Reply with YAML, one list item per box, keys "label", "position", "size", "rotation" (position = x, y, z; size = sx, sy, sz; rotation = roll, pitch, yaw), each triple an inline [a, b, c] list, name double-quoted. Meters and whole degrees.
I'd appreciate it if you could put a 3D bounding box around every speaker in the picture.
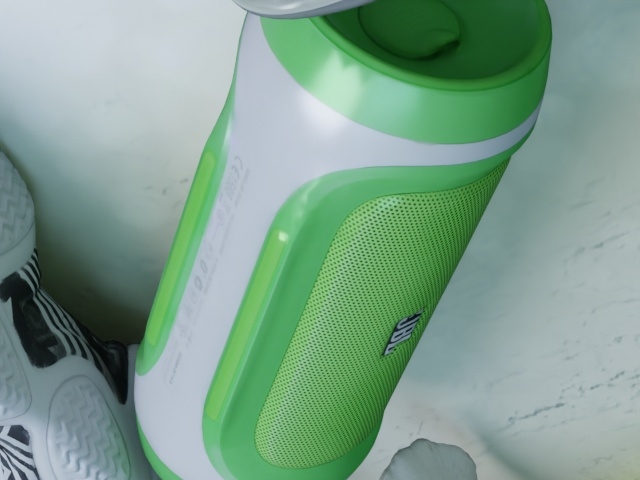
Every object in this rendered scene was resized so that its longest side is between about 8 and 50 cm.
- label: "speaker"
  position: [0.000, 0.000, 0.798]
  size: [0.131, 0.131, 0.296]
  rotation: [17, 136, -5]

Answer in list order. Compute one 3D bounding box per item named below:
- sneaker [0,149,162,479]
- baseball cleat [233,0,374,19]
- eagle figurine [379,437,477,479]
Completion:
- label: "sneaker"
  position: [-0.212, 0.073, 0.906]
  size: [0.210, 0.137, 0.366]
  rotation: [-20, 131, 25]
- label: "baseball cleat"
  position: [0.059, -0.141, 0.648]
  size: [0.206, 0.109, 0.072]
  rotation: [-30, 79, 26]
- label: "eagle figurine"
  position: [0.130, 0.251, 0.972]
  size: [0.298, 0.226, 0.225]
  rotation: [18, 175, 16]
